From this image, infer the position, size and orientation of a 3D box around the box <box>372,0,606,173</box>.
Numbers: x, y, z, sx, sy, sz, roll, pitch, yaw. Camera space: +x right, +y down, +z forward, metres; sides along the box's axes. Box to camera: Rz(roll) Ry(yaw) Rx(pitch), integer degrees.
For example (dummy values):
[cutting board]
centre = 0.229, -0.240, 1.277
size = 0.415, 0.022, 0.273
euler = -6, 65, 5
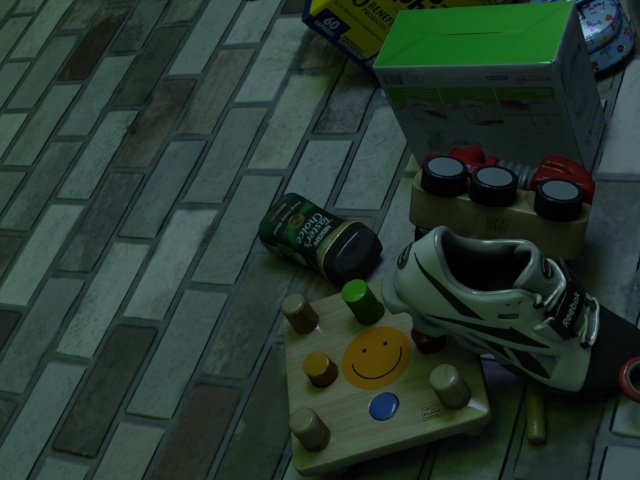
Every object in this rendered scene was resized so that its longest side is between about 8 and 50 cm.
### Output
[box]
centre = 0.242, -0.202, 1.455
size = 0.262, 0.231, 0.126
euler = 4, 54, 32

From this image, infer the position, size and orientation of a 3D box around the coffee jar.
[coffee jar]
centre = 0.000, 0.000, 1.526
size = 0.184, 0.079, 0.096
euler = 25, 68, 41

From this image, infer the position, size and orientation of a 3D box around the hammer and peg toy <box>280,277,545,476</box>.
[hammer and peg toy]
centre = 0.125, 0.142, 1.298
size = 0.361, 0.127, 0.265
euler = -19, 46, 14

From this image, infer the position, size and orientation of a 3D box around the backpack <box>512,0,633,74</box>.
[backpack]
centre = 0.384, -0.330, 1.570
size = 0.158, 0.117, 0.173
euler = -23, 48, 12

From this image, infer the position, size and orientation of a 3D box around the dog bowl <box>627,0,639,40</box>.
[dog bowl]
centre = 0.533, -0.289, 1.343
size = 0.104, 0.265, 0.265
euler = -40, 45, -11

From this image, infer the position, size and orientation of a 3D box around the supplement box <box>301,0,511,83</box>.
[supplement box]
centre = 0.167, -0.442, 1.642
size = 0.357, 0.194, 0.195
euler = -30, 37, 41

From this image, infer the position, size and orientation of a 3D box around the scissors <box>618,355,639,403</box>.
[scissors]
centre = 0.473, 0.127, 1.192
size = 0.297, 0.021, 0.109
euler = -29, 65, -14

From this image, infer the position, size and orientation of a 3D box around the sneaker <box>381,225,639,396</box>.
[sneaker]
centre = 0.245, 0.077, 1.178
size = 0.331, 0.146, 0.122
euler = 18, 54, -8

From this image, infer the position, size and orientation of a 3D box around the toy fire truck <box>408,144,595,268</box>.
[toy fire truck]
centre = 0.246, -0.062, 1.360
size = 0.217, 0.158, 0.246
euler = 12, 37, 15
